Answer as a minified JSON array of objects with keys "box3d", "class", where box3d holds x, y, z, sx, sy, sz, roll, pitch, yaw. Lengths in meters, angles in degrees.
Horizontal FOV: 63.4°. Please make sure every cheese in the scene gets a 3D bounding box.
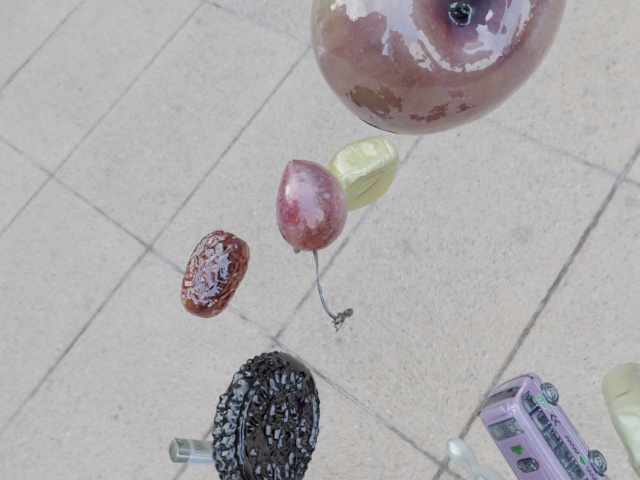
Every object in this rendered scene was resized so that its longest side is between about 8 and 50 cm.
[{"box3d":[0.580,0.332,0.936,0.093,0.263,0.159,-27,85,23],"class":"cheese"},{"box3d":[0.113,-0.172,1.407,0.226,0.214,0.117,-25,63,-19],"class":"cheese"}]

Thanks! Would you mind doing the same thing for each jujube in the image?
[{"box3d":[-0.209,0.066,1.018,0.109,0.112,0.176,29,80,-23],"class":"jujube"}]

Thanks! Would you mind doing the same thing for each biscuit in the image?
[{"box3d":[-0.063,0.236,0.661,0.053,0.195,0.194,-5,66,33],"class":"biscuit"}]

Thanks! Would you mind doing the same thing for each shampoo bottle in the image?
[{"box3d":[-0.334,0.634,1.549,0.086,0.228,0.055,30,99,59],"class":"shampoo bottle"}]

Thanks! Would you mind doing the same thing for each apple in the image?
[{"box3d":[0.137,-0.271,0.618,0.306,0.235,0.305,-2,105,-7],"class":"apple"}]

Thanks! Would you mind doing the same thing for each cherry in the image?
[{"box3d":[0.000,0.000,0.677,0.090,0.107,0.225,-12,110,10],"class":"cherry"}]

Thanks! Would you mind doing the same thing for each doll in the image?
[{"box3d":[0.395,0.574,1.066,0.160,0.311,0.242,-13,99,-2],"class":"doll"}]

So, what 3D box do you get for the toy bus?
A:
[{"box3d":[0.327,0.307,0.770,0.108,0.096,0.198,-19,71,-40],"class":"toy bus"}]
